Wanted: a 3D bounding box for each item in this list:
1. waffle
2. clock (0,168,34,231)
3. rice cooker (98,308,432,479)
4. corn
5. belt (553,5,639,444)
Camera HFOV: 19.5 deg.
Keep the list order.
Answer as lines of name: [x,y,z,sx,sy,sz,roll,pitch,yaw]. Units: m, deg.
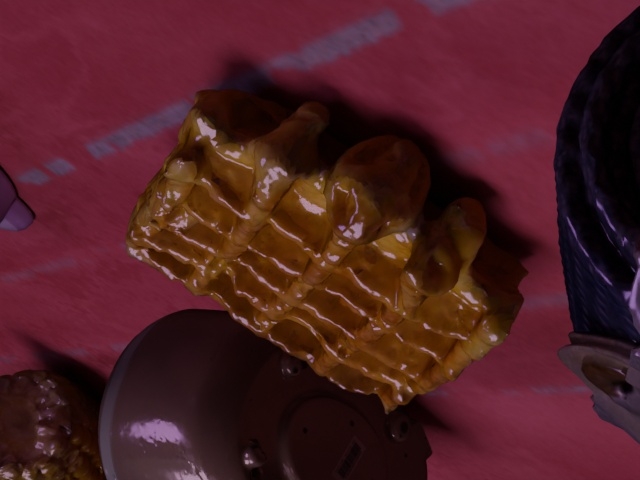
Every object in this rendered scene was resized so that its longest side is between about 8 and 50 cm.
waffle: [0.000,0.000,0.797,0.160,0.055,0.211,31,163,-2]
clock: [-0.253,-0.034,1.135,0.152,0.050,0.110,21,160,31]
rice cooker: [-0.027,0.122,1.036,0.206,0.145,0.127,39,151,-30]
corn: [-0.203,0.209,1.593,0.131,0.131,0.344,24,159,23]
belt: [0.168,0.026,0.451,0.230,0.140,0.126,22,159,21]
